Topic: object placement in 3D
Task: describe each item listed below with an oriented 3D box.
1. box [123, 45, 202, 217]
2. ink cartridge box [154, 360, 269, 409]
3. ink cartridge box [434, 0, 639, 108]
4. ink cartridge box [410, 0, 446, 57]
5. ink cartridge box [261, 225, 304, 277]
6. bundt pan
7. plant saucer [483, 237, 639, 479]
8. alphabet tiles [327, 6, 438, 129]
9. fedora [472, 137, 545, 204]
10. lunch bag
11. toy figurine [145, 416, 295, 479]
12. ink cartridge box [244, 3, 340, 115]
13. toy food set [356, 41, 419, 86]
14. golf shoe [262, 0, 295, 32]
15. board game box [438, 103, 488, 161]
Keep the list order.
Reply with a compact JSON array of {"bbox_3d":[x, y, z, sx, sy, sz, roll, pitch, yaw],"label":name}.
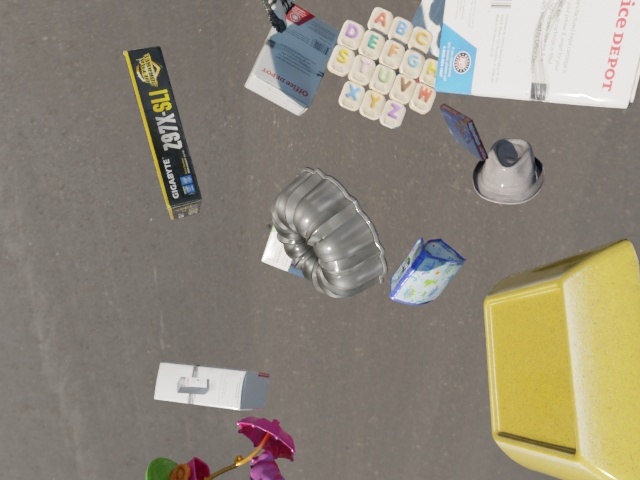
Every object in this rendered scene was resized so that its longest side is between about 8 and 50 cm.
[{"bbox_3d":[-0.334,-0.216,1.183,0.079,0.257,0.321,-15,92,-15],"label":"box"},{"bbox_3d":[-0.251,0.341,1.282,0.218,0.092,0.158,3,164,17],"label":"ink cartridge box"},{"bbox_3d":[0.468,-0.440,1.144,0.395,0.166,0.285,15,111,28],"label":"ink cartridge box"},{"bbox_3d":[0.392,-0.655,1.691,0.225,0.056,0.181,34,106,18],"label":"ink cartridge box"},{"bbox_3d":[-0.004,0.009,1.613,0.278,0.117,0.201,21,109,4],"label":"ink cartridge box"},{"bbox_3d":[0.000,0.000,1.277,0.124,0.331,0.330,-34,122,-19],"label":"bundt pan"},{"bbox_3d":[0.338,0.189,0.814,0.081,0.332,0.333,2,167,-10],"label":"plant saucer"},{"bbox_3d":[0.167,-0.433,1.371,0.284,0.021,0.277,23,83,-8],"label":"alphabet tiles"},{"bbox_3d":[0.660,-0.263,1.910,0.244,0.275,0.124,15,141,26],"label":"fedora"},{"bbox_3d":[0.215,0.067,1.154,0.096,0.151,0.128,42,115,24],"label":"lunch bag"},{"bbox_3d":[-0.099,0.287,0.648,0.159,0.173,0.130,-36,128,-1],"label":"toy figurine"},{"bbox_3d":[-0.084,-0.552,1.672,0.197,0.114,0.272,26,76,-16],"label":"ink cartridge box"},{"bbox_3d":[0.223,-0.523,1.688,0.232,0.104,0.111,29,157,-17],"label":"toy food set"},{"bbox_3d":[-0.106,-0.631,1.453,0.094,0.198,0.077,-20,147,1],"label":"golf shoe"},{"bbox_3d":[0.475,-0.367,1.828,0.027,0.281,0.145,-30,114,7],"label":"board game box"}]
